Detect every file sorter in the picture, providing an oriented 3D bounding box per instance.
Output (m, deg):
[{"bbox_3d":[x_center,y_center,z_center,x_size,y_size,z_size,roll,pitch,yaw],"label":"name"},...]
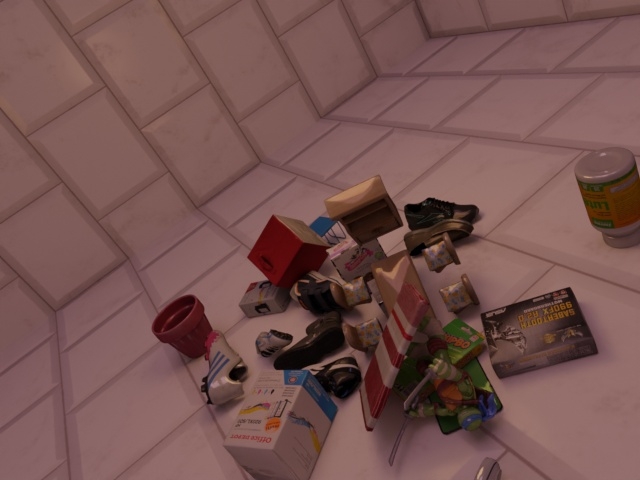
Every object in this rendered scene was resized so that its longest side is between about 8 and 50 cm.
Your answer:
[{"bbox_3d":[0.000,0.000,2.148,0.170,0.104,0.118,-46,32,-25],"label":"file sorter"}]

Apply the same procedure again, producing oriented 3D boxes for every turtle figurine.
[{"bbox_3d":[0.235,0.316,1.244,0.275,0.197,0.266,-20,38,4],"label":"turtle figurine"}]

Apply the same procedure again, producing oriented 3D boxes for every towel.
[{"bbox_3d":[0.176,0.273,1.333,0.237,0.037,0.328,-80,12,-83],"label":"towel"}]

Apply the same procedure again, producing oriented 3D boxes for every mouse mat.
[{"bbox_3d":[0.336,0.368,1.312,0.153,0.007,0.189,-27,27,8],"label":"mouse mat"}]

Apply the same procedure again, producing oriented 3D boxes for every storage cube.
[{"bbox_3d":[-0.109,0.042,1.968,0.184,0.215,0.193,42,108,31],"label":"storage cube"}]

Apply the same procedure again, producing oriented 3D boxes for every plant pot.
[{"bbox_3d":[-0.491,0.331,2.020,0.202,0.180,0.201,-24,29,14],"label":"plant pot"}]

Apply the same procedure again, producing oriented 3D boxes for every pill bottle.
[{"bbox_3d":[0.755,-0.103,1.400,0.137,0.245,0.136,-25,28,14],"label":"pill bottle"}]

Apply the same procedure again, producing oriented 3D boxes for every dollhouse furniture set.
[{"bbox_3d":[0.187,0.058,1.518,0.363,0.256,0.393,-25,65,12],"label":"dollhouse furniture set"}]

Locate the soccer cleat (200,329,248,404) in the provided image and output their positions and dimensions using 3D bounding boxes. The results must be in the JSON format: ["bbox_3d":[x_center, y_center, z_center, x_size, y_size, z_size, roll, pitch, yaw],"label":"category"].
[{"bbox_3d":[-0.309,0.411,1.805,0.143,0.115,0.331,-14,31,-1],"label":"soccer cleat"}]

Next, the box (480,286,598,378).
[{"bbox_3d":[0.518,0.221,1.315,0.231,0.056,0.183,-21,29,20],"label":"box"}]

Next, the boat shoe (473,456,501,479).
[{"bbox_3d":[0.315,0.525,1.015,0.076,0.083,0.226,6,56,33],"label":"boat shoe"}]

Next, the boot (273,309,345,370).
[{"bbox_3d":[-0.032,0.321,1.710,0.247,0.083,0.161,-30,15,4],"label":"boot"}]

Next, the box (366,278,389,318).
[{"bbox_3d":[0.229,0.157,1.694,0.126,0.072,0.137,-30,27,4],"label":"box"}]

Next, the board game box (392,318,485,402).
[{"bbox_3d":[0.296,0.310,1.403,0.259,0.039,0.124,-39,30,-8],"label":"board game box"}]

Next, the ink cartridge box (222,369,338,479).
[{"bbox_3d":[-0.099,0.476,1.398,0.171,0.168,0.232,-10,35,34],"label":"ink cartridge box"}]

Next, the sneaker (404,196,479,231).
[{"bbox_3d":[0.411,-0.094,1.888,0.268,0.106,0.101,-9,34,34],"label":"sneaker"}]

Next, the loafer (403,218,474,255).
[{"bbox_3d":[0.389,-0.001,1.794,0.251,0.094,0.087,-20,53,40],"label":"loafer"}]

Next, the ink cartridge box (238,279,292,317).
[{"bbox_3d":[-0.200,0.210,2.040,0.175,0.072,0.127,-14,32,31],"label":"ink cartridge box"}]

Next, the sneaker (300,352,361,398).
[{"bbox_3d":[0.009,0.400,1.508,0.217,0.079,0.121,-28,26,4],"label":"sneaker"}]

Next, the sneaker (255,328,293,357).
[{"bbox_3d":[-0.149,0.331,1.735,0.237,0.085,0.086,148,138,-66],"label":"sneaker"}]

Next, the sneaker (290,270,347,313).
[{"bbox_3d":[0.004,0.188,1.819,0.128,0.126,0.321,-36,16,-19],"label":"sneaker"}]

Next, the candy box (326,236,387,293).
[{"bbox_3d":[0.138,0.078,1.781,0.165,0.196,0.070,-30,27,4],"label":"candy box"}]
